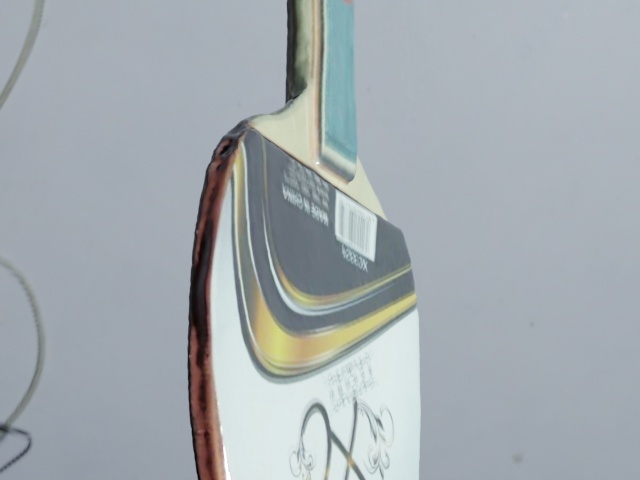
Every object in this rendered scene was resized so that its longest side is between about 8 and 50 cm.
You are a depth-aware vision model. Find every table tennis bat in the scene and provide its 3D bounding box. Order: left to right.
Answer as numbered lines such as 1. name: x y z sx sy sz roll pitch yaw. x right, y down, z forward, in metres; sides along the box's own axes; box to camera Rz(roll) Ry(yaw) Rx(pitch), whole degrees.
1. table tennis bat: 0.000 0.000 0.514 0.022 0.173 0.301 -9 69 27
